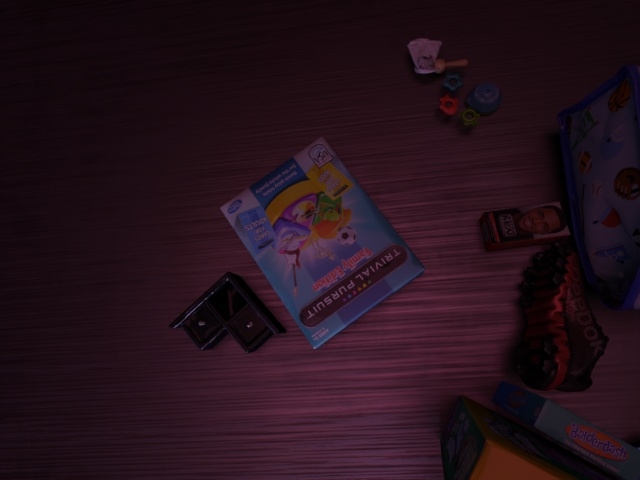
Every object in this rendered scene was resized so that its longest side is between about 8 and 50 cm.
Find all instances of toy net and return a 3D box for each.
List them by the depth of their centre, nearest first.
[{"bbox_3d":[0.266,-0.335,0.893,0.232,0.045,0.122,43,88,15],"label":"toy net"}]

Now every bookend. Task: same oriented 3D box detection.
[{"bbox_3d":[-0.180,0.172,0.826,0.157,0.072,0.156,-42,77,-2],"label":"bookend"}]

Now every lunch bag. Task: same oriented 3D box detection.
[{"bbox_3d":[0.619,-0.075,0.690,0.328,0.239,0.384,0,82,0],"label":"lunch bag"}]

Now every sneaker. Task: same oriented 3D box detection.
[{"bbox_3d":[0.433,0.139,0.747,0.135,0.097,0.275,22,67,-10],"label":"sneaker"}]

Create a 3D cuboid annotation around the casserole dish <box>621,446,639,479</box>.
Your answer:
[{"bbox_3d":[0.561,0.430,0.699,0.114,0.037,0.188,1,79,7],"label":"casserole dish"}]

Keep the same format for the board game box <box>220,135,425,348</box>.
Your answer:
[{"bbox_3d":[0.000,0.000,0.836,0.254,0.079,0.336,-36,76,-1],"label":"board game box"}]

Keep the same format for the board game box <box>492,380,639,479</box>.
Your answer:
[{"bbox_3d":[0.381,0.293,0.660,0.160,0.210,0.047,29,83,11],"label":"board game box"}]

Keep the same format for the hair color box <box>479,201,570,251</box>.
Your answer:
[{"bbox_3d":[0.388,-0.026,0.807,0.141,0.043,0.071,-8,68,5],"label":"hair color box"}]

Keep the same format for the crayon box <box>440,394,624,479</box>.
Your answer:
[{"bbox_3d":[0.329,0.349,0.559,0.313,0.363,0.106,24,84,18],"label":"crayon box"}]
